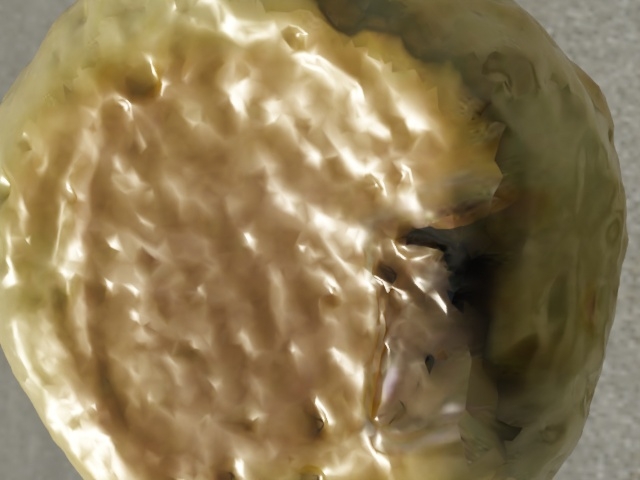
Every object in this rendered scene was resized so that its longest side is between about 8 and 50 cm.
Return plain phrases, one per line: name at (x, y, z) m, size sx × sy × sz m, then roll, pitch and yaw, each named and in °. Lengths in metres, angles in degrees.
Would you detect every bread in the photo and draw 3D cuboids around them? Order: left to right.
bread at (0.000, 0.000, 0.570) m, size 0.244 × 0.134 × 0.244 m, roll 6°, pitch 106°, yaw 21°
